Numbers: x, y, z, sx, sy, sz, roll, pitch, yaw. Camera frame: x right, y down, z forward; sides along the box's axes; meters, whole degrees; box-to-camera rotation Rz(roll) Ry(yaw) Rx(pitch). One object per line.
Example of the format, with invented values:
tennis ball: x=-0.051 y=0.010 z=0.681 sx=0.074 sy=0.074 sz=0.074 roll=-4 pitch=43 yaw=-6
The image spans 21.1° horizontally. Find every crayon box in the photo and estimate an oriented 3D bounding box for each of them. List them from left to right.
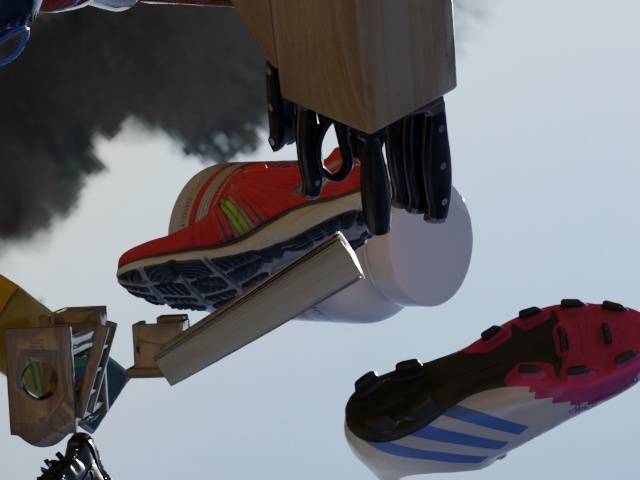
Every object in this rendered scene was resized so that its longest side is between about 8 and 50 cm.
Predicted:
crayon box: x=-0.343 y=0.073 z=1.728 sx=0.081 sy=0.202 sz=0.318 roll=-56 pitch=153 yaw=-9

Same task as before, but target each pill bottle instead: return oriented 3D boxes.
pill bottle: x=0.000 y=0.000 z=2.377 sx=0.408 sy=0.229 sz=0.229 roll=0 pitch=-140 yaw=43

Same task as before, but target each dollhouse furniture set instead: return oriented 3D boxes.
dollhouse furniture set: x=-0.172 y=0.115 z=1.518 sx=0.161 sy=0.101 sz=0.182 roll=-2 pitch=-176 yaw=8

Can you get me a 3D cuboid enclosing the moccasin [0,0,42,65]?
moccasin: x=-0.273 y=-0.180 z=1.240 sx=0.138 sy=0.116 sz=0.342 roll=-3 pitch=-162 yaw=-23

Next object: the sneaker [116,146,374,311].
sneaker: x=-0.074 y=-0.016 z=1.734 sx=0.279 sy=0.107 sz=0.118 roll=-18 pitch=-122 yaw=3

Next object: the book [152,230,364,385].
book: x=-0.041 y=0.045 z=1.152 sx=0.144 sy=0.035 sz=0.096 roll=-33 pitch=-177 yaw=2

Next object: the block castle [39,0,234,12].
block castle: x=-0.100 y=-0.403 z=1.393 sx=0.303 sy=0.453 sz=0.213 roll=5 pitch=-177 yaw=16

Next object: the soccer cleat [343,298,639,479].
soccer cleat: x=0.187 y=0.159 z=1.739 sx=0.331 sy=0.143 sz=0.116 roll=-17 pitch=-134 yaw=5

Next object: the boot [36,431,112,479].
boot: x=-0.271 y=0.283 z=1.916 sx=0.045 sy=0.121 sz=0.099 roll=-7 pitch=-155 yaw=19

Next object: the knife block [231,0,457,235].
knife block: x=0.042 y=-0.133 z=1.173 sx=0.088 sy=0.242 sz=0.276 roll=-31 pitch=175 yaw=-32
